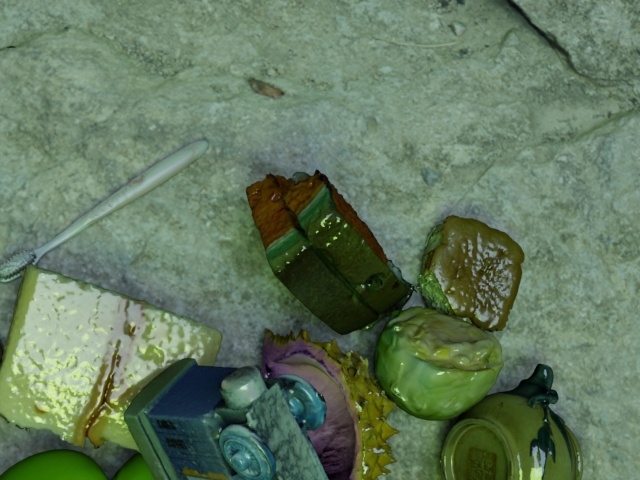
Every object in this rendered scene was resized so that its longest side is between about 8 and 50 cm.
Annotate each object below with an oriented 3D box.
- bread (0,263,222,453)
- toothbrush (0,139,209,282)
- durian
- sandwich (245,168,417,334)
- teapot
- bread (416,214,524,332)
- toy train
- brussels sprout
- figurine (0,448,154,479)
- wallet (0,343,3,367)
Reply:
[{"bbox_3d":[-0.253,0.146,1.368,0.240,0.135,0.178,19,80,-12],"label":"bread"},{"bbox_3d":[-0.260,-0.040,1.446,0.307,0.029,0.025,-35,83,-17],"label":"toothbrush"},{"bbox_3d":[0.028,0.259,1.406,0.112,0.191,0.341,0,79,-46],"label":"durian"},{"bbox_3d":[0.003,0.006,1.415,0.109,0.292,0.212,-38,79,4],"label":"sandwich"},{"bbox_3d":[0.251,0.286,1.463,0.182,0.173,0.269,3,90,-39],"label":"teapot"},{"bbox_3d":[0.188,0.044,1.525,0.128,0.069,0.140,18,76,-9],"label":"bread"},{"bbox_3d":[-0.066,0.259,1.275,0.131,0.202,0.300,-43,120,-43],"label":"toy train"},{"bbox_3d":[0.138,0.160,1.443,0.151,0.122,0.149,18,31,11],"label":"brussels sprout"},{"bbox_3d":[-0.260,0.301,1.330,0.263,0.162,0.143,-13,59,-29],"label":"figurine"},{"bbox_3d":[-0.429,0.121,1.374,0.118,0.039,0.153,-19,87,-18],"label":"wallet"}]
